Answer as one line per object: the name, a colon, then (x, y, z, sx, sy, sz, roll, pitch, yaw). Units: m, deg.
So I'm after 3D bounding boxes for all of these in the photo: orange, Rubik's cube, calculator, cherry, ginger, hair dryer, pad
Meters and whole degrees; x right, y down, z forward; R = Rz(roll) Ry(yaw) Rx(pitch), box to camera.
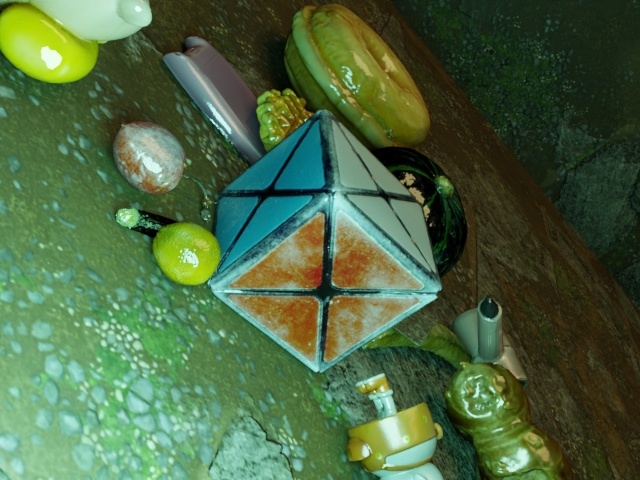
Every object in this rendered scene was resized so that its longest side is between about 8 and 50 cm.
orange: (-0.182, 0.015, 1.167, 0.095, 0.085, 0.085, 41, 26, -11)
Rubik's cube: (0.000, 0.000, 1.319, 0.255, 0.259, 0.260, 43, 22, -27)
calculator: (-0.164, -0.255, 1.611, 0.294, 0.043, 0.194, 50, 23, -14)
cherry: (-0.218, -0.093, 1.251, 0.225, 0.090, 0.107, 45, 12, -40)
ginger: (0.356, 0.388, 1.595, 0.358, 0.152, 0.274, 62, 5, 17)
hair dryer: (0.338, 0.178, 1.728, 0.344, 0.106, 0.189, 73, -3, -58)
pad: (0.103, 0.100, 1.571, 0.235, 0.003, 0.158, 35, 22, 10)

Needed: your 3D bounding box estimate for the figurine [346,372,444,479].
figurine: (0.128, 0.326, 1.264, 0.271, 0.143, 0.143, 54, 24, 5)

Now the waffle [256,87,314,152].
waffle: (-0.037, -0.164, 1.659, 0.309, 0.065, 0.283, 28, 43, -57)

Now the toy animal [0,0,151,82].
toy animal: (-0.364, -0.408, 1.194, 0.345, 0.246, 0.277, 52, 22, -5)

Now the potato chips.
potato chips: (0.200, 0.192, 1.647, 0.407, 0.080, 0.057, 22, 21, -51)

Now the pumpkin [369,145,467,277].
pumpkin: (0.171, -0.057, 1.729, 0.315, 0.238, 0.315, 40, 32, -32)

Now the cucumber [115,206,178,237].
cucumber: (-0.226, -0.019, 1.195, 0.034, 0.033, 0.134, 30, 5, 36)

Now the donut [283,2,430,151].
donut: (0.085, -0.370, 2.038, 0.449, 0.198, 0.449, 42, 26, -27)
